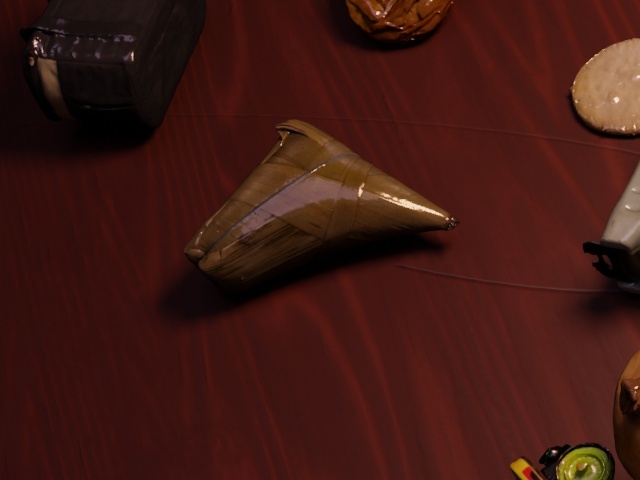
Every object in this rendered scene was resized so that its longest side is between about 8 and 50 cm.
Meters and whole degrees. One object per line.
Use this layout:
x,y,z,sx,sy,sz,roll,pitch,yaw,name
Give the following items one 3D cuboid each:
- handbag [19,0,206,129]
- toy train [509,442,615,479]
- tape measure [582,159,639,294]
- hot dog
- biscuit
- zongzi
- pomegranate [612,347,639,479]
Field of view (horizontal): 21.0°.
-0.268,-0.263,2.229,0.181,0.181,0.254,7,56,18,handbag
0.269,0.315,1.607,0.160,0.100,0.296,-36,49,-5,toy train
0.436,-0.048,1.810,0.246,0.125,0.243,12,61,32,tape measure
0.119,-0.356,2.198,0.160,0.099,0.227,3,52,23,hot dog
0.366,-0.180,2.009,0.152,0.020,0.152,-11,50,14,biscuit
0.000,0.000,1.970,0.256,0.115,0.228,33,74,26,zongzi
0.347,0.161,1.566,0.196,0.196,0.196,-11,51,14,pomegranate
